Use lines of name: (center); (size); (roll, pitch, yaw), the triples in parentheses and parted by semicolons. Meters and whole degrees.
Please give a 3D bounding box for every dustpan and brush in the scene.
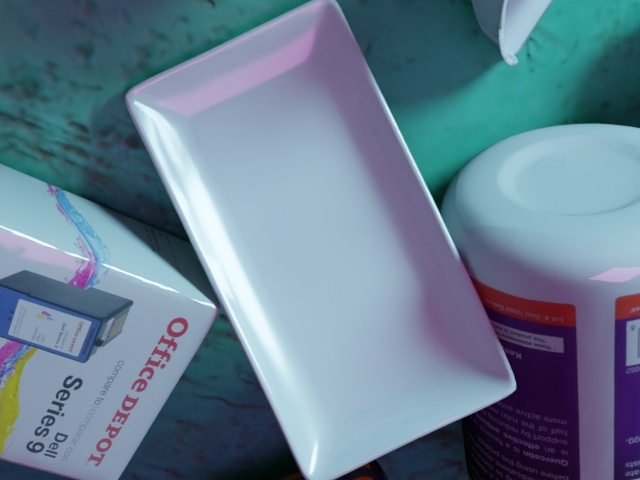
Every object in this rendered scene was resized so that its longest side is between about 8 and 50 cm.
dustpan and brush: (0.123, -0.173, 0.601); (0.211, 0.060, 0.147); (10, 119, -53)

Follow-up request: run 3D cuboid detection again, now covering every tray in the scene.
tray: (0.000, 0.000, 0.664); (0.145, 0.030, 0.270); (-25, 89, -2)

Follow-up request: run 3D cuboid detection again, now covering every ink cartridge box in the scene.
ink cartridge box: (-0.193, 0.046, 0.662); (0.212, 0.093, 0.154); (24, 109, -30)

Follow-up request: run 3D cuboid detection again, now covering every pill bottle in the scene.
pill bottle: (0.186, 0.093, 0.755); (0.181, 0.181, 0.323); (-15, 122, -9)

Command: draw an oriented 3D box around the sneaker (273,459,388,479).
sneaker: (-0.108, 0.241, 0.779); (0.321, 0.124, 0.180); (-41, 123, 7)
